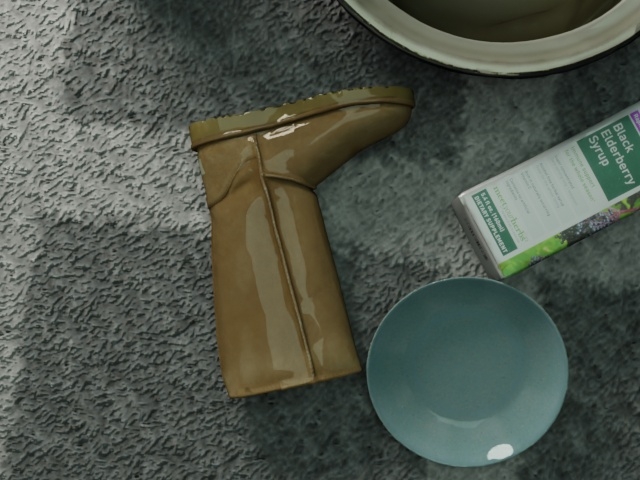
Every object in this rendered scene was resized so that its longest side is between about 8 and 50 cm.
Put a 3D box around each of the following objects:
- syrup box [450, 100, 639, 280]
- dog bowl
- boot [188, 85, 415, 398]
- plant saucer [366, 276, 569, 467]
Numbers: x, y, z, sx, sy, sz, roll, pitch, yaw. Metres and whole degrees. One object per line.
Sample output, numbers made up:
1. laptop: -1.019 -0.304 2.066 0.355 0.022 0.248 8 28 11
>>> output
1. syrup box: 0.254 -0.053 1.547 0.237 0.096 0.093 -27 87 -2
2. dog bowl: 0.167 -0.345 1.539 0.408 0.150 0.408 0 85 -2
3. boot: 0.000 0.000 1.545 0.236 0.089 0.270 -12 86 8
4. plant saucer: 0.142 0.123 1.544 0.195 0.037 0.195 1 105 4
